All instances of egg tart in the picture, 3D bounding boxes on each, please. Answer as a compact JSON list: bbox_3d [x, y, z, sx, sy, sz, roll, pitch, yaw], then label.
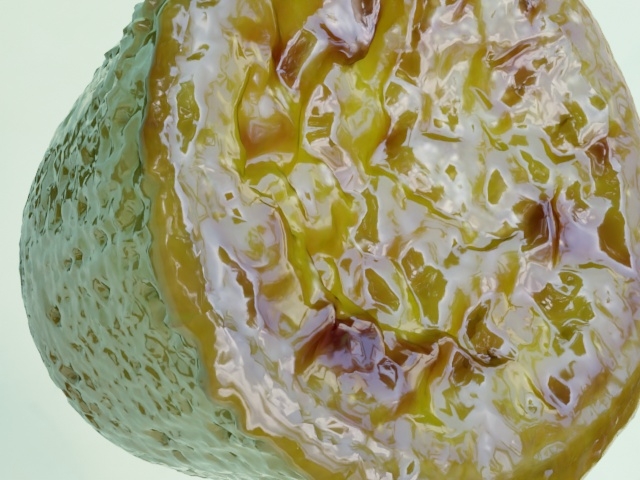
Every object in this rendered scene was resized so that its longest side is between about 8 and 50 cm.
[{"bbox_3d":[0.000,0.000,0.428,0.203,0.147,0.202,11,69,-32],"label":"egg tart"}]
